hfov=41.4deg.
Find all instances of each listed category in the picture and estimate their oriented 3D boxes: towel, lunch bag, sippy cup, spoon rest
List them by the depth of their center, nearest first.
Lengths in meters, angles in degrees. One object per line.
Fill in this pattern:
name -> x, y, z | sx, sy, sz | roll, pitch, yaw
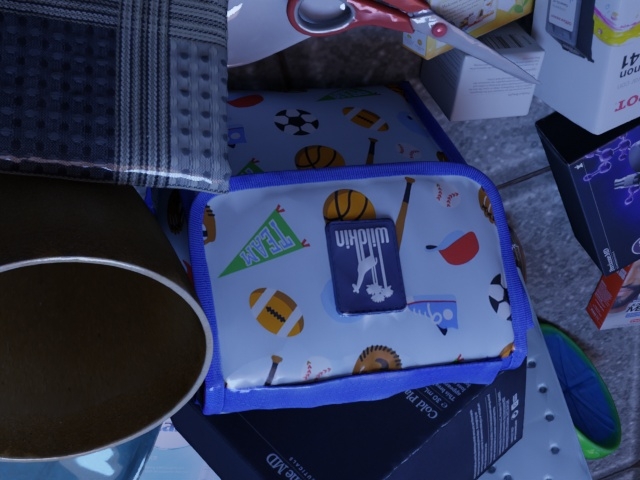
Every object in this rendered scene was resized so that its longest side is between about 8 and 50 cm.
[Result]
towel -> -0.223, -0.200, 0.689 | 0.312, 0.324, 0.056 | 5, 161, -20
spoon rest -> -0.033, -0.250, 0.855 | 0.276, 0.084, 0.137 | -16, 135, -8
lunch bag -> 0.000, 0.000, 0.887 | 0.328, 0.385, 0.238 | -4, 133, -17
sippy cup -> 0.340, 0.292, 1.420 | 0.305, 0.240, 0.224 | 31, 126, -29

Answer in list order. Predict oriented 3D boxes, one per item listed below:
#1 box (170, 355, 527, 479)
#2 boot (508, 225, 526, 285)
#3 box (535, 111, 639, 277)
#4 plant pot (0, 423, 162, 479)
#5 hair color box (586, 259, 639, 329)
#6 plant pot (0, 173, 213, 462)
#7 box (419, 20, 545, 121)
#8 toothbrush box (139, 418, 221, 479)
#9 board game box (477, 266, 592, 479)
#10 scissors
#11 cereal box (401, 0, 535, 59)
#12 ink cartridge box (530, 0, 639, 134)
box -> 0.015, 0.185, 1.027 | 0.312, 0.343, 0.179 | -34, 139, -24
boot -> 0.239, 0.073, 1.262 | 0.106, 0.082, 0.219 | -15, 137, -11
box -> 0.427, -0.093, 1.170 | 0.184, 0.103, 0.261 | -28, 135, 9
plant pot -> -0.380, 0.132, 0.928 | 0.334, 0.341, 0.341 | 25, 119, -27
hair color box -> 0.511, 0.069, 1.384 | 0.093, 0.053, 0.167 | -5, 131, -16
plant pot -> -0.235, 0.016, 0.727 | 0.237, 0.254, 0.237 | -12, 136, -12
box -> 0.183, -0.200, 0.972 | 0.101, 0.102, 0.087 | -7, 131, -16
toothbrush box -> -0.246, 0.329, 1.211 | 0.216, 0.126, 0.295 | 8, 105, -28
board game box -> 0.128, 0.252, 1.125 | 0.390, 0.389, 0.050 | -18, 142, 11
scissors -> 0.106, -0.224, 0.835 | 0.297, 0.021, 0.109 | 11, 130, -13
cereal box -> 0.163, -0.321, 0.853 | 0.173, 0.047, 0.240 | -28, 138, -27
ink cartridge box -> 0.357, -0.298, 0.904 | 0.226, 0.131, 0.306 | -24, 135, -18
